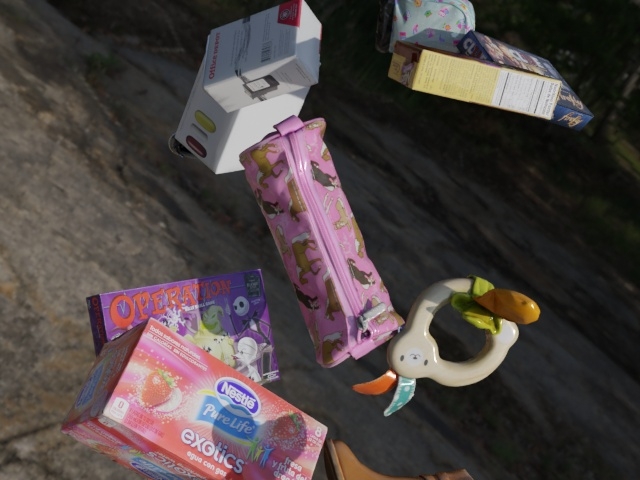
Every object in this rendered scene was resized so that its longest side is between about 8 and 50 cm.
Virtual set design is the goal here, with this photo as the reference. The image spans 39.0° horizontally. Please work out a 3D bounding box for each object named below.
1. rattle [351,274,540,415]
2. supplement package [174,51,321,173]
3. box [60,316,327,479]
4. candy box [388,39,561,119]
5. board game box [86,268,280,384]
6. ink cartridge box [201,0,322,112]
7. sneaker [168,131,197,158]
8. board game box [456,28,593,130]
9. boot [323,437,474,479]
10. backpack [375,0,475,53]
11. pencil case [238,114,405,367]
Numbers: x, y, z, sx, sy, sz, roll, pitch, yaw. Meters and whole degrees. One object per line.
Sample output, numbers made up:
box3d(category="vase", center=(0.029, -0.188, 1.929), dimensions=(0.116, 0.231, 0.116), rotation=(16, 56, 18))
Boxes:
box3d(category="rattle", center=(0.138, 0.132, 1.000), dimensions=(0.130, 0.199, 0.143), rotation=(63, -8, -25))
box3d(category="supplement package", center=(-0.156, -0.296, 1.921), dimensions=(0.145, 0.262, 0.204), rotation=(40, 32, 25))
box3d(category="box", center=(-0.162, 0.250, 1.193), dimensions=(0.300, 0.154, 0.142), rotation=(35, 54, -20))
box3d(category="candy box", center=(0.189, -0.201, 1.125), dimensions=(0.186, 0.053, 0.109), rotation=(10, 16, -16))
box3d(category="board game box", center=(-0.220, 0.170, 1.522), dimensions=(0.346, 0.056, 0.208), rotation=(-8, 83, -47))
box3d(category="ink cartridge box", center=(-0.080, -0.251, 1.235), dimensions=(0.063, 0.150, 0.109), rotation=(43, 41, -48))
box3d(category="sneaker", center=(-0.253, -0.234, 2.191), dimensions=(0.216, 0.079, 0.121), rotation=(-11, 17, -14))
box3d(category="board game box", center=(0.372, -0.288, 1.640), dimensions=(0.243, 0.042, 0.165), rotation=(7, 44, -42))
box3d(category="boot", center=(0.100, 0.291, 1.042), dimensions=(0.197, 0.152, 0.073), rotation=(58, -21, 32))
box3d(category="backpack", center=(0.198, -0.405, 1.696), dimensions=(0.182, 0.152, 0.115), rotation=(10, 32, 9))
box3d(category="pencil case", center=(0.000, 0.000, 1.432), dimensions=(0.160, 0.167, 0.386), rotation=(-18, 86, -52))
